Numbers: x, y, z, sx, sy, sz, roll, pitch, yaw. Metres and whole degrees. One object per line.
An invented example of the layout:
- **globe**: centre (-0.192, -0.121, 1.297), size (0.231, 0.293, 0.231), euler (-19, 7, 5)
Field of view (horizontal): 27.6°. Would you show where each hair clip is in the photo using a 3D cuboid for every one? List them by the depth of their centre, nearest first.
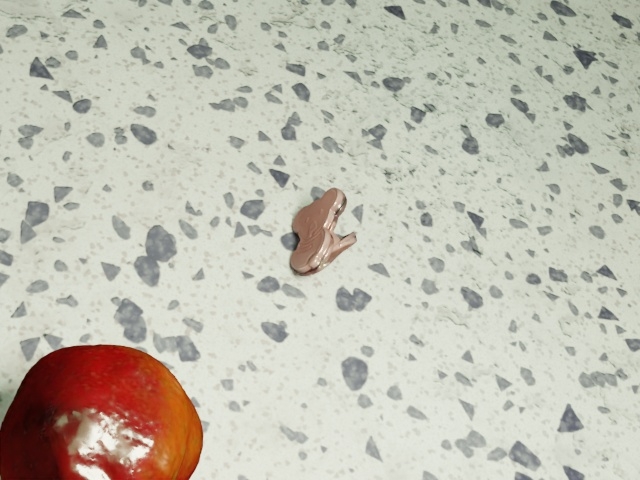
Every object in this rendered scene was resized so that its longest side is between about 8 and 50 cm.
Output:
- **hair clip**: centre (-0.007, -0.009, 2.208), size (0.102, 0.123, 0.138), euler (55, 44, -5)

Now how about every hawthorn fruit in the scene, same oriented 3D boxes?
- **hawthorn fruit**: centre (-0.302, 0.286, 1.710), size (0.265, 0.265, 0.307), euler (23, 32, -7)
